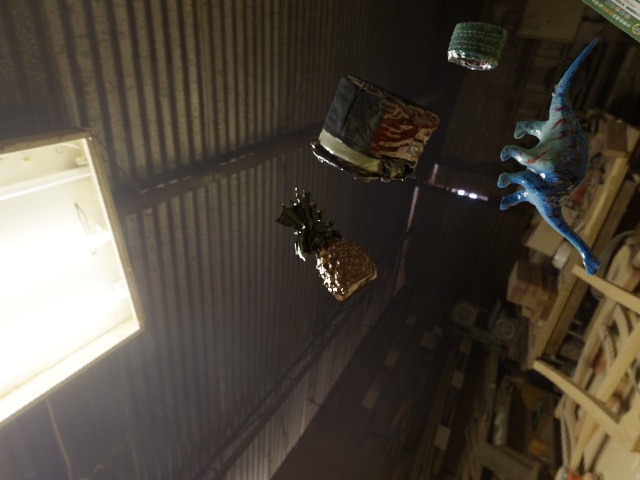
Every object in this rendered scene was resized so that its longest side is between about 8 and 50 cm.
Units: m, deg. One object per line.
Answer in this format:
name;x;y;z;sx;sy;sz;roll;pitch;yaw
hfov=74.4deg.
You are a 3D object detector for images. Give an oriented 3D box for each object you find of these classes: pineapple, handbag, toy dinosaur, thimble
pineapple;-0.002;0.003;1.200;0.166;0.364;0.165;-36;-21;-16
handbag;0.118;-0.204;0.845;0.254;0.181;0.181;-11;-48;-54
toy dinosaur;0.333;-0.112;0.631;0.076;0.144;0.328;-9;-82;-49
thimble;0.407;-0.507;1.101;0.118;0.135;0.090;-32;-42;-75

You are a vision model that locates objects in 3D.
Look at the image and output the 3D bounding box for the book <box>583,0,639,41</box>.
book;0.719;-0.574;0.901;0.027;0.202;0.264;-48;-7;-14
